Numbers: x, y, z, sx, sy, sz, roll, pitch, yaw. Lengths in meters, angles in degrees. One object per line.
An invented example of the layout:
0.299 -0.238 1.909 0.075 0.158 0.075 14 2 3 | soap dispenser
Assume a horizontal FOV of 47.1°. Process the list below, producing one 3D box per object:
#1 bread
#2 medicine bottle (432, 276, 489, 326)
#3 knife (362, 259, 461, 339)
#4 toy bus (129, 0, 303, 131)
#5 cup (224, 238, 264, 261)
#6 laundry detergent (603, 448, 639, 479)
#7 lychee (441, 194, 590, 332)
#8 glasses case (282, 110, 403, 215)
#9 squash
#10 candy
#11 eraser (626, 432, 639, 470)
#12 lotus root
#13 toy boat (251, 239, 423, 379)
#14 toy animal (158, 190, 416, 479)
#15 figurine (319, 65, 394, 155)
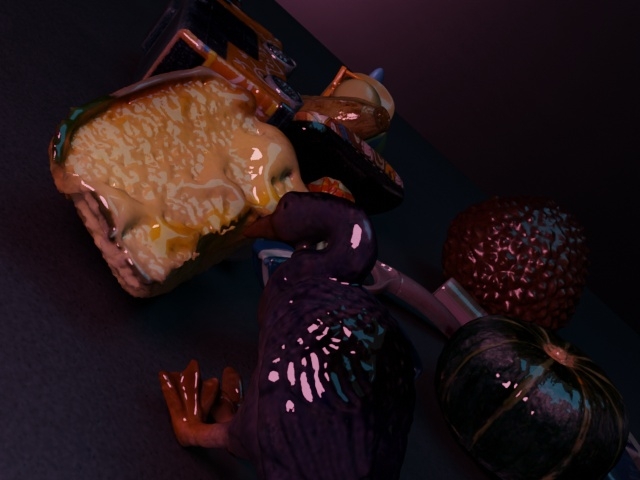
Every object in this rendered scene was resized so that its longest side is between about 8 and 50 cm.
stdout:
-0.139 -0.042 0.667 0.174 0.133 0.252 53 41 0 | bread
0.273 0.152 1.253 0.199 0.057 0.058 47 18 8 | medicine bottle
0.133 0.091 1.100 0.278 0.053 0.123 32 27 -31 | knife
-0.148 -0.222 1.004 0.194 0.162 0.323 34 22 -23 | toy bus
-0.103 -0.034 0.816 0.102 0.074 0.099 40 19 -14 | cup
0.450 0.408 1.010 0.143 0.094 0.289 33 21 -43 | laundry detergent
0.356 0.044 1.360 0.276 0.276 0.304 28 40 -43 | lychee
0.023 -0.113 1.159 0.321 0.122 0.082 30 56 -53 | glasses case
0.265 0.206 0.939 0.252 0.165 0.252 26 22 -11 | squash
-0.001 -0.001 1.005 0.084 0.078 0.287 19 31 -5 | candy
0.418 0.303 1.194 0.279 0.081 0.124 30 22 -37 | eraser
-0.017 -0.194 1.201 0.259 0.097 0.110 6 16 21 | lotus root
0.013 0.079 0.719 0.061 0.096 0.299 50 1 41 | toy boat
-0.018 0.110 0.511 0.122 0.185 0.298 32 40 -46 | toy animal
0.050 -0.202 1.357 0.153 0.180 0.262 58 -21 22 | figurine
